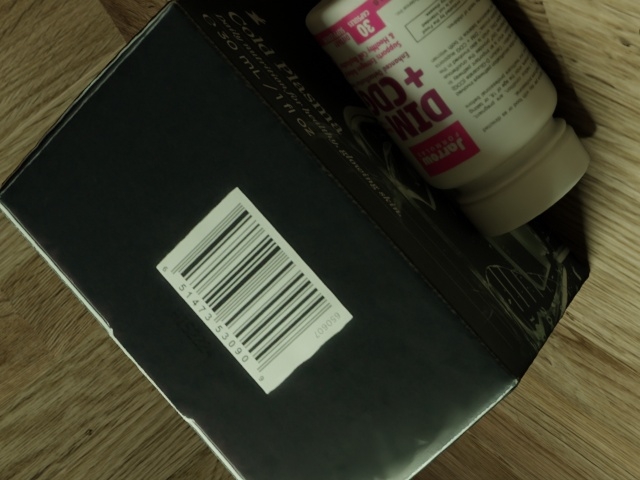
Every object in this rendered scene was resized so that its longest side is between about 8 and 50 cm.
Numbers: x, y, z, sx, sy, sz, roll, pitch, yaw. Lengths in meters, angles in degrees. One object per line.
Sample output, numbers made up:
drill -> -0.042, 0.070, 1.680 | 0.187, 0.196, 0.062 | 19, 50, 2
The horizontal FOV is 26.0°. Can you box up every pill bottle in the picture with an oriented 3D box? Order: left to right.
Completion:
pill bottle -> 0.130, -0.153, 1.358 | 0.283, 0.160, 0.160 | 51, 167, -11

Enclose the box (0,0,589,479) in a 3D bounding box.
box -> 0.000, 0.000, 1.496 | 0.480, 0.297, 0.472 | 48, -160, 4
